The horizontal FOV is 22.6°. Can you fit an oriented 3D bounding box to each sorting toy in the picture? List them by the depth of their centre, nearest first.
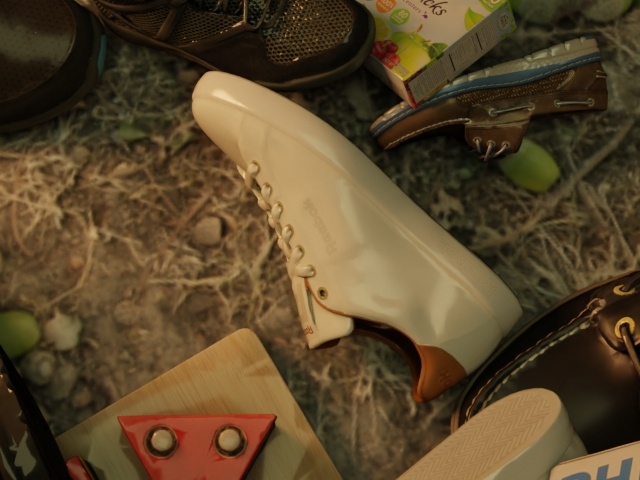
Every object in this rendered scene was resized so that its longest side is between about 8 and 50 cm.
[{"bbox_3d":[-0.094,0.227,1.107,0.255,0.089,0.257,-30,81,-7],"label":"sorting toy"}]

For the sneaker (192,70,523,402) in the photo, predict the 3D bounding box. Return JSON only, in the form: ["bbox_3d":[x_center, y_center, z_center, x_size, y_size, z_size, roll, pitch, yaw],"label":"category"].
[{"bbox_3d":[0.000,0.000,1.146,0.290,0.106,0.123,41,79,6],"label":"sneaker"}]

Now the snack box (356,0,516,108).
[{"bbox_3d":[0.062,-0.171,1.185,0.100,0.037,0.141,-38,51,-9],"label":"snack box"}]

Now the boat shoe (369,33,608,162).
[{"bbox_3d":[0.129,-0.094,1.189,0.183,0.066,0.066,-20,88,-1],"label":"boat shoe"}]

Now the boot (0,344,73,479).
[{"bbox_3d":[-0.328,0.133,1.057,0.260,0.131,0.348,-34,47,-11],"label":"boot"}]

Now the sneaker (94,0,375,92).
[{"bbox_3d":[-0.076,-0.176,1.140,0.227,0.130,0.087,20,78,20],"label":"sneaker"}]

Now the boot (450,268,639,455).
[{"bbox_3d":[0.268,0.055,1.050,0.377,0.284,0.138,-22,80,-4],"label":"boot"}]

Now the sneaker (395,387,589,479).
[{"bbox_3d":[0.071,0.245,1.020,0.292,0.108,0.169,-34,111,-5],"label":"sneaker"}]

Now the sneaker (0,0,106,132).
[{"bbox_3d":[-0.327,-0.159,1.154,0.340,0.139,0.125,7,77,-1],"label":"sneaker"}]

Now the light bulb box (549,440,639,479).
[{"bbox_3d":[0.291,0.335,0.884,0.358,0.225,0.361,43,43,-28],"label":"light bulb box"}]
